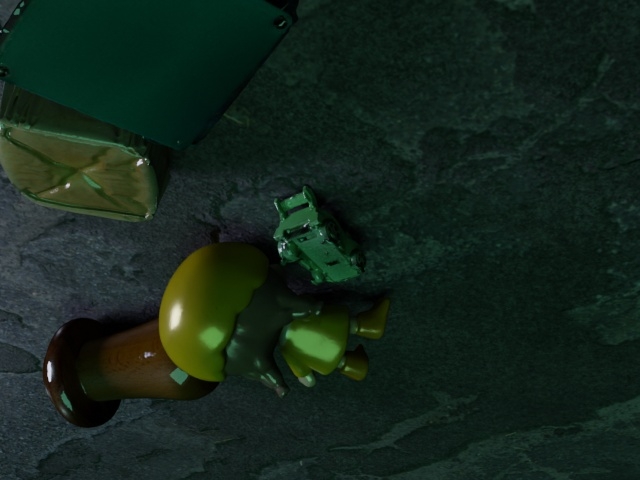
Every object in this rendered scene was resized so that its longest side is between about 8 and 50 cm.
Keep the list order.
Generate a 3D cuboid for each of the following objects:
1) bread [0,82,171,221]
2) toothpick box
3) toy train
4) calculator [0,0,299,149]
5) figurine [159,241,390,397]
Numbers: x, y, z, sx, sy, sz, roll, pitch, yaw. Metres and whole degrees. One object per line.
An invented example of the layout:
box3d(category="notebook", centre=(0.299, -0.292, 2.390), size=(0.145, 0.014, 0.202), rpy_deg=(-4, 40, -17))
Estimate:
box3d(category="bread", centre=(-0.301, -0.121, 1.076), size=(0.210, 0.109, 0.192), rpy_deg=(9, 147, 2))
box3d(category="toothpick box", centre=(-0.325, 0.212, 1.427), size=(0.295, 0.192, 0.192), rpy_deg=(-12, 136, 15))
box3d(category="toy train", centre=(0.000, 0.000, 1.186), size=(0.099, 0.081, 0.149), rpy_deg=(-22, 137, 32))
box3d(category="calculator", centre=(-0.187, -0.222, 0.883), size=(0.274, 0.058, 0.248), rpy_deg=(16, 130, -38))
box3d(category="figurine", centre=(-0.071, 0.122, 1.270), size=(0.344, 0.215, 0.187), rpy_deg=(12, -173, -19))
